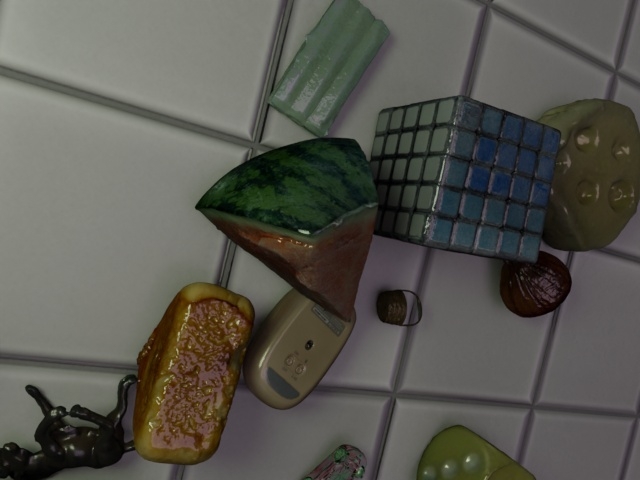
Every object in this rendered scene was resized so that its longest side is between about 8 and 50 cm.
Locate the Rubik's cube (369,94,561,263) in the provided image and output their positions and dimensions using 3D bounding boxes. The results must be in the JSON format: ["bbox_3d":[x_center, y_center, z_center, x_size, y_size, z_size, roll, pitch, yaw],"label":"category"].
[{"bbox_3d":[0.231,-0.100,0.932,0.237,0.238,0.237,9,91,-25],"label":"Rubik's cube"}]

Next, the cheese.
[{"bbox_3d":[0.561,-0.137,1.151,0.317,0.115,0.327,9,93,-26],"label":"cheese"}]

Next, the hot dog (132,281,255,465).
[{"bbox_3d":[-0.197,0.195,0.816,0.150,0.153,0.257,20,75,-21],"label":"hot dog"}]

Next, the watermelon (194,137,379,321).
[{"bbox_3d":[0.012,-0.041,0.832,0.292,0.283,0.250,41,84,-36],"label":"watermelon"}]

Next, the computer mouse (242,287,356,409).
[{"bbox_3d":[-0.036,0.173,0.926,0.145,0.082,0.237,45,68,-22],"label":"computer mouse"}]

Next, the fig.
[{"bbox_3d":[0.416,0.055,1.108,0.201,0.133,0.146,49,67,-14],"label":"fig"}]

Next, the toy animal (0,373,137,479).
[{"bbox_3d":[-0.364,0.291,0.801,0.232,0.084,0.148,0,110,-23],"label":"toy animal"}]

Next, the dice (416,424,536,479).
[{"bbox_3d":[0.313,0.492,1.089,0.169,0.169,0.166,41,79,-24],"label":"dice"}]

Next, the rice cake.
[{"bbox_3d":[0.015,-0.299,0.910,0.127,0.043,0.237,33,82,-24],"label":"rice cake"}]

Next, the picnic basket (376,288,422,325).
[{"bbox_3d":[0.154,0.128,1.018,0.083,0.072,0.072,4,95,-16],"label":"picnic basket"}]

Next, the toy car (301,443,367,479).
[{"bbox_3d":[0.023,0.439,1.009,0.142,0.055,0.069,-42,112,0],"label":"toy car"}]
